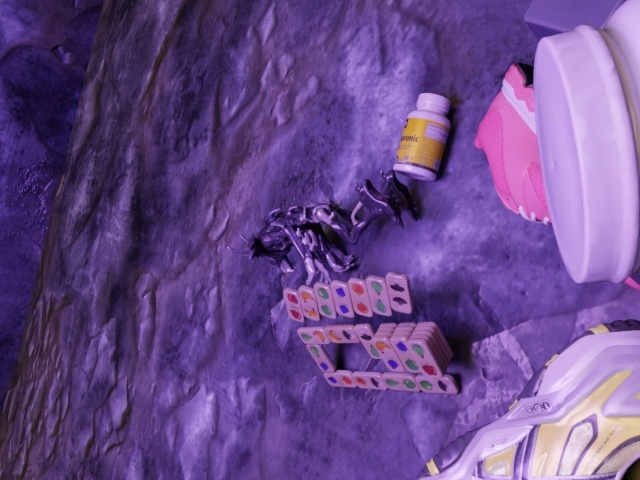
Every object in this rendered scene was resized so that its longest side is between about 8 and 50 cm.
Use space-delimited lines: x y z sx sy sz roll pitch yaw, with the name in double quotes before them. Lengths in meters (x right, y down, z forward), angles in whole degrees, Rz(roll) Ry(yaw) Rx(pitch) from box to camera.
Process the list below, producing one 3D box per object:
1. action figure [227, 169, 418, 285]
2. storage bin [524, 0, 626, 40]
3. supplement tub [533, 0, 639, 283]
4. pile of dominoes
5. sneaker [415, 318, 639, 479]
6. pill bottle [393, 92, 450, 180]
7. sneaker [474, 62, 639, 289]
"action figure" 0.000 0.000 0.831 0.276 0.164 0.140 -21 100 25
"storage bin" 0.306 -0.246 0.649 0.135 0.091 0.098 44 111 45
"supplement tub" 0.333 -0.084 0.395 0.317 0.228 0.228 -9 70 15
"pile of dominoes" 0.051 0.141 0.754 0.251 0.196 0.040 -12 26 44
"sneaker" 0.217 0.254 0.550 0.384 0.145 0.147 -56 34 21
"pill bottle" 0.150 -0.149 0.806 0.065 0.065 0.116 16 90 48
"sneaker" 0.279 -0.058 0.635 0.136 0.116 0.313 -57 41 43
